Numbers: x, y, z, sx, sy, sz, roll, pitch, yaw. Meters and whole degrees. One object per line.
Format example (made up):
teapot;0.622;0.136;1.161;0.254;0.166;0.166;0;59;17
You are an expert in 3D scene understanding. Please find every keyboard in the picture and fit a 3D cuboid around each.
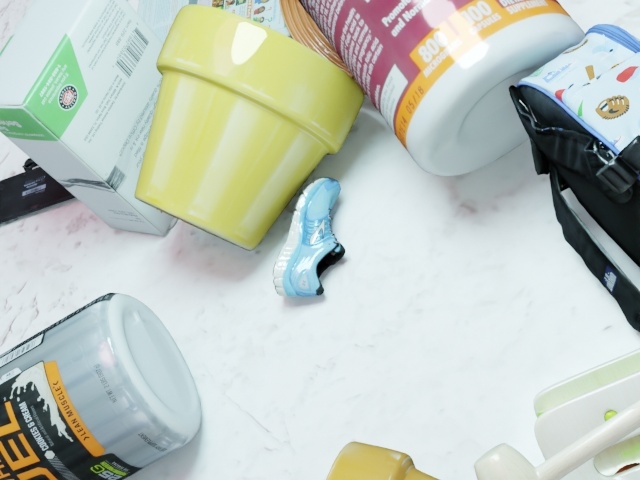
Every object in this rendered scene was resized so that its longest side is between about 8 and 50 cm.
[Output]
keyboard;-0.433;-0.087;1.504;0.180;0.023;0.108;-16;58;18

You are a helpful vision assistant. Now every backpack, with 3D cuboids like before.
backpack;0.313;-0.086;0.934;0.213;0.276;0.263;-37;41;-5

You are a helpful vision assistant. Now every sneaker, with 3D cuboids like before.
sneaker;0.000;0.000;1.185;0.073;0.063;0.162;12;67;15

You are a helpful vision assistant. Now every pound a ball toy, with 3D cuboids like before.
pound a ball toy;0.299;0.161;0.798;0.319;0.208;0.136;-26;86;11

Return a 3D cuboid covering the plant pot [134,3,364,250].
plant pot;-0.107;-0.126;1.213;0.254;0.254;0.239;22;85;38

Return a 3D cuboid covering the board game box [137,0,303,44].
board game box;-0.123;-0.343;1.416;0.303;0.097;0.224;-8;69;33

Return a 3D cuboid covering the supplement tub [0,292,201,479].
supplement tub;-0.311;0.210;1.108;0.316;0.193;0.194;-30;48;8

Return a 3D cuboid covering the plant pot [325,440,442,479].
plant pot;0.097;0.291;0.834;0.187;0.205;0.205;8;61;15

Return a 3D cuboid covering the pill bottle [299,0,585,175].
pill bottle;0.101;-0.286;1.109;0.224;0.224;0.392;-34;66;3

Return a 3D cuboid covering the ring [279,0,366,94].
ring;0.112;-0.338;1.268;0.336;0.032;0.337;-1;73;3

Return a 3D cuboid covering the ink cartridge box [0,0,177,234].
ink cartridge box;-0.282;-0.170;1.300;0.121;0.289;0.211;6;61;36
